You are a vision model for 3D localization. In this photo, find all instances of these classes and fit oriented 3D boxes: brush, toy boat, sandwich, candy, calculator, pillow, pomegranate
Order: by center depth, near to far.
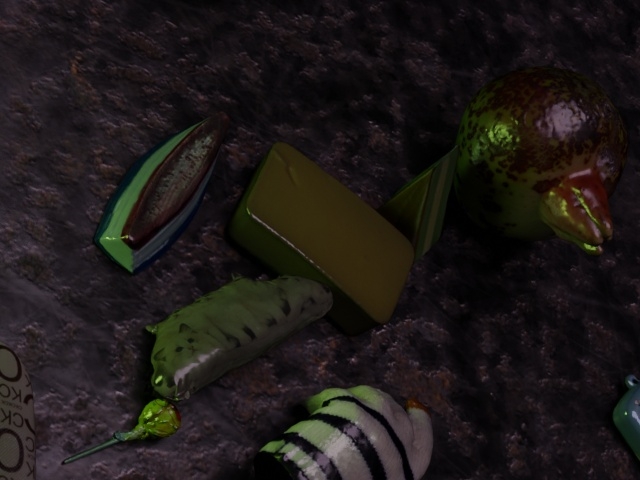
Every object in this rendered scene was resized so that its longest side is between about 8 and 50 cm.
[{"bbox_3d":[-0.178,0.174,1.385,0.123,0.035,0.035,-20,99,-35],"label":"candy"},{"bbox_3d":[-0.089,0.079,1.490,0.093,0.051,0.241,35,42,24],"label":"pillow"},{"bbox_3d":[-0.145,-0.060,1.542,0.080,0.046,0.229,41,47,-8],"label":"toy boat"},{"bbox_3d":[0.000,0.000,1.612,0.197,0.059,0.123,39,43,-15],"label":"brush"},{"bbox_3d":[0.125,-0.038,1.696,0.074,0.116,0.074,50,45,-2],"label":"sandwich"},{"bbox_3d":[0.259,-0.076,1.752,0.214,0.214,0.248,12,35,-34],"label":"pomegranate"},{"bbox_3d":[0.420,0.245,1.820,0.121,0.039,0.210,-32,86,-47],"label":"calculator"}]

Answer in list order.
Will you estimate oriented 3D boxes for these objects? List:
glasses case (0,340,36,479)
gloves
[{"bbox_3d":[-0.293,0.231,1.209,0.137,0.085,0.355,15,55,-33],"label":"glasses case"},{"bbox_3d":[0.038,0.200,1.475,0.218,0.131,0.140,-26,85,-36],"label":"gloves"}]
